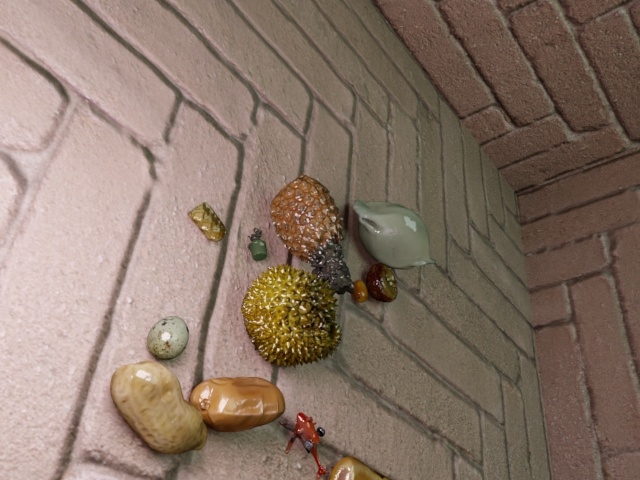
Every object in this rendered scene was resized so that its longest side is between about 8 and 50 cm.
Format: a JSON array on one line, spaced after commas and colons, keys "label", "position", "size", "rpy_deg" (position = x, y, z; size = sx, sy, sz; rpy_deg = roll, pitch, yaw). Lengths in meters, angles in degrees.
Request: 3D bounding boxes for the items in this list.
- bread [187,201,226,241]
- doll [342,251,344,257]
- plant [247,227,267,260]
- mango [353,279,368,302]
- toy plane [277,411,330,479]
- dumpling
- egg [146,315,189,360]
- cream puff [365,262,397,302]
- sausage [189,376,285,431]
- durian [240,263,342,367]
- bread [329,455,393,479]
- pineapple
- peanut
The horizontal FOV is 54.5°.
[{"label": "bread", "position": [-0.283, -0.045, 1.577], "size": [0.110, 0.060, 0.066], "rpy_deg": [53, 5, -23]}, {"label": "doll", "position": [0.019, 0.029, 1.975], "size": [0.195, 0.070, 0.096], "rpy_deg": [46, 53, -20]}, {"label": "plant", "position": [-0.177, 0.005, 1.719], "size": [0.051, 0.051, 0.102], "rpy_deg": [29, 36, -46]}, {"label": "mango", "position": [0.133, 0.168, 2.086], "size": [0.060, 0.046, 0.089], "rpy_deg": [46, 26, -35]}, {"label": "toy plane", "position": [-0.029, 0.537, 1.610], "size": [0.126, 0.077, 0.194], "rpy_deg": [-5, 86, -48]}, {"label": "dumpling", "position": [0.241, -0.019, 2.222], "size": [0.211, 0.270, 0.321], "rpy_deg": [-37, 116, -35]}, {"label": "egg", "position": [-0.327, 0.209, 1.341], "size": [0.085, 0.085, 0.110], "rpy_deg": [56, 21, -18]}, {"label": "cream puff", "position": [0.210, 0.153, 2.170], "size": [0.149, 0.084, 0.149], "rpy_deg": [37, 45, -47]}, {"label": "sausage", "position": [-0.189, 0.371, 1.414], "size": [0.241, 0.136, 0.120], "rpy_deg": [12, 69, -48]}, {"label": "durian", "position": [-0.063, 0.201, 1.607], "size": [0.293, 0.258, 0.258], "rpy_deg": [62, 31, -32]}, {"label": "bread", "position": [0.134, 0.710, 1.726], "size": [0.305, 0.091, 0.142], "rpy_deg": [42, 48, -36]}, {"label": "pineapple", "position": [0.000, 0.000, 1.770], "size": [0.202, 0.202, 0.362], "rpy_deg": [15, 37, -52]}, {"label": "peanut", "position": [-0.317, 0.338, 1.248], "size": [0.253, 0.122, 0.137], "rpy_deg": [60, 26, -18]}]
